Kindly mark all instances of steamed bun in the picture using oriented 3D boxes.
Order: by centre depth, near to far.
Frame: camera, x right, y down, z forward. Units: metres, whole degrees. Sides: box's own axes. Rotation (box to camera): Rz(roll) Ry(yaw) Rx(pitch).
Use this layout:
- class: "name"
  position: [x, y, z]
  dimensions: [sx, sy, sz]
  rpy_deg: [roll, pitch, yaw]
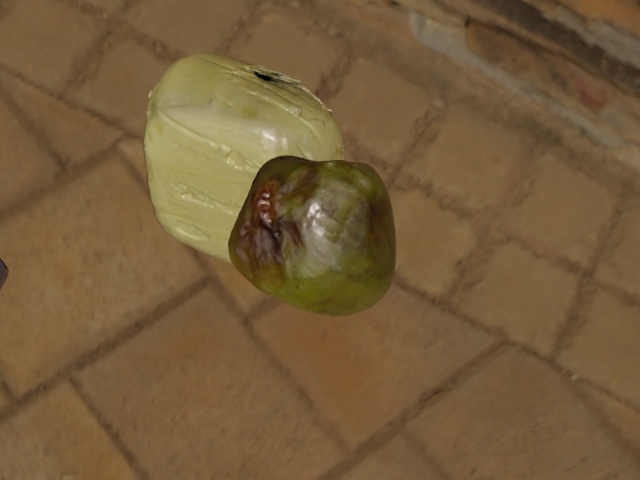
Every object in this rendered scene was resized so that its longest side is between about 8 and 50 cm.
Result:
- class: "steamed bun"
  position: [-0.075, -0.088, 1.486]
  dimensions: [0.232, 0.273, 0.166]
  rpy_deg: [15, 51, 15]

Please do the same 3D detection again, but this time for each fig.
- class: "fig"
  position: [0.000, 0.000, 1.200]
  dimensions: [0.154, 0.144, 0.165]
  rpy_deg: [-39, 113, -6]

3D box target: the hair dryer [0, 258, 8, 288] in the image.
- class: "hair dryer"
  position: [-0.299, 0.074, 0.669]
  dimensions: [0.301, 0.361, 0.121]
  rpy_deg: [-38, 96, -15]
